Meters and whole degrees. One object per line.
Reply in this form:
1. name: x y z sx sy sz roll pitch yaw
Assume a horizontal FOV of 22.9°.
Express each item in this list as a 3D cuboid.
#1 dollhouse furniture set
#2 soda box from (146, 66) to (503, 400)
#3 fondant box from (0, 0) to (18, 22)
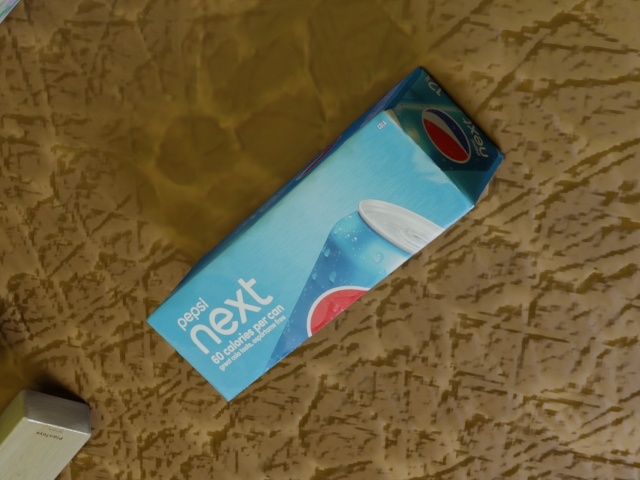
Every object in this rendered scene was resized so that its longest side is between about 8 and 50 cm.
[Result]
1. dollhouse furniture set: -0.243 0.087 1.052 0.151 0.123 0.144 18 130 -30
2. soda box: 0.000 0.000 0.884 0.071 0.067 0.210 46 124 -6
3. fondant box: -0.208 -0.141 0.733 0.096 0.330 0.238 47 123 -5
